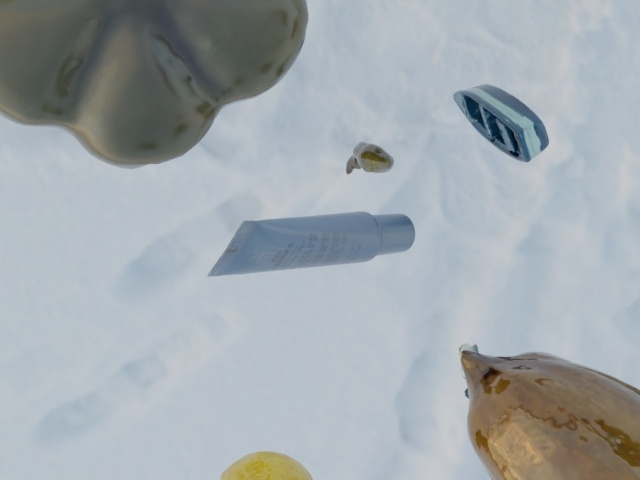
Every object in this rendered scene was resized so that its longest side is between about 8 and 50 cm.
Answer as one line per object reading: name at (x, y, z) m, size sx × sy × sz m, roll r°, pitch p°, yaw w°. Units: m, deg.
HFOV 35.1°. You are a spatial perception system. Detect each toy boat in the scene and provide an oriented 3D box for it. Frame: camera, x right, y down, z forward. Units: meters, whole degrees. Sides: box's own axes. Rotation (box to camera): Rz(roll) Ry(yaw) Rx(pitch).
toy boat at (0.328, -0.233, 1.879) m, size 0.061 × 0.299 × 0.096 m, roll -30°, pitch 121°, yaw -4°

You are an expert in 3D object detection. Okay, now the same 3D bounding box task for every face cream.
face cream at (0.000, 0.000, 1.656) m, size 0.385 × 0.086 × 0.135 m, roll -5°, pitch 145°, yaw -41°

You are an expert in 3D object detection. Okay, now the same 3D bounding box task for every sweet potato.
sweet potato at (0.061, -0.107, 1.319) m, size 0.038 × 0.153 × 0.041 m, roll 19°, pitch 88°, yaw -17°

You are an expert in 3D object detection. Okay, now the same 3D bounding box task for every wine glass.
wine glass at (0.229, 0.197, 1.535) m, size 0.039 × 0.083 × 0.042 m, roll -16°, pitch 136°, yaw 10°

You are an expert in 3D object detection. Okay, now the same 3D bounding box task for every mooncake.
mooncake at (-0.246, -0.333, 1.267) m, size 0.467 × 0.262 × 0.467 m, roll -4°, pitch 106°, yaw -14°

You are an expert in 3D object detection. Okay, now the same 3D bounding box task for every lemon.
lemon at (-0.060, 0.288, 1.117) m, size 0.114 × 0.114 × 0.155 m, roll -12°, pitch 159°, yaw 1°

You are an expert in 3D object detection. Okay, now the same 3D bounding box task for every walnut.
walnut at (0.276, 0.233, 1.077) m, size 0.336 × 0.209 × 0.209 m, roll 45°, pitch 117°, yaw 12°
